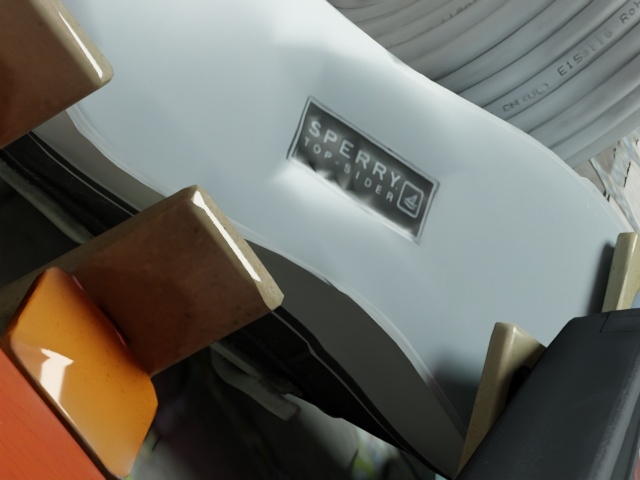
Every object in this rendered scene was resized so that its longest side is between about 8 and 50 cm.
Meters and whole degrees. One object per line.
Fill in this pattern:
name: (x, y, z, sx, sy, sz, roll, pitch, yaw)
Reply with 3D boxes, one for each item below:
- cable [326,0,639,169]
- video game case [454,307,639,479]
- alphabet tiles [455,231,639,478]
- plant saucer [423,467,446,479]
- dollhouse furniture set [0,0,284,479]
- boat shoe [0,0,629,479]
cable: (0.086, -0.128, 0.738, 0.089, 0.257, 0.257, 43, 57, -27)
video game case: (0.081, 0.158, 0.460, 0.275, 0.035, 0.248, -25, 105, -75)
alphabet tiles: (0.132, 0.171, 0.660, 0.342, 0.011, 0.285, 35, 62, -45)
plant saucer: (0.082, 0.153, 0.702, 0.195, 0.037, 0.195, 45, 29, -34)
dollhouse furniture set: (-0.110, 0.006, 0.363, 0.259, 0.135, 0.262, 53, 26, -19)
boat shoe: (-0.002, 0.004, 0.610, 0.306, 0.105, 0.113, 31, 69, -36)
